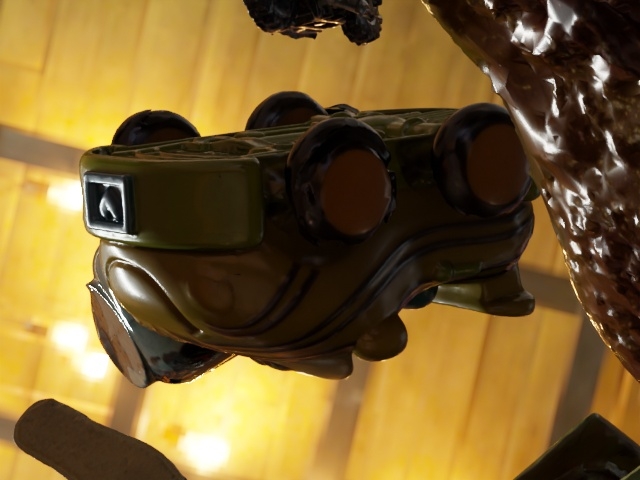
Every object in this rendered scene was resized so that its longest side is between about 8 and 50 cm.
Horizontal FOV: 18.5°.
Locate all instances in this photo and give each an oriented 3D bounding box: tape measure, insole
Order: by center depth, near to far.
[{"bbox_3d":[-0.059,0.004,1.551,0.275,0.147,0.256,-34,-3,41],"label":"tape measure"},{"bbox_3d":[-0.210,0.217,1.900,0.081,0.248,0.011,-52,-39,-16],"label":"insole"}]

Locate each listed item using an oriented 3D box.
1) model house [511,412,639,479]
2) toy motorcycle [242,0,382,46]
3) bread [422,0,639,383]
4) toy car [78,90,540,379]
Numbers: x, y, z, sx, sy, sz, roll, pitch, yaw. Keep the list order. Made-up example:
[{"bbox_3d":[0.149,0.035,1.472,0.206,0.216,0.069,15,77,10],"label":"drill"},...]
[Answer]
[{"bbox_3d":[0.168,0.282,1.016,0.300,0.340,0.323,-41,1,11],"label":"model house"},{"bbox_3d":[-0.019,-0.283,1.808,0.239,0.108,0.204,5,-105,-78],"label":"toy motorcycle"},{"bbox_3d":[0.120,-0.085,0.662,0.185,0.380,0.109,2,42,51],"label":"bread"},{"bbox_3d":[0.000,0.000,1.010,0.200,0.248,0.142,10,107,58],"label":"toy car"}]
